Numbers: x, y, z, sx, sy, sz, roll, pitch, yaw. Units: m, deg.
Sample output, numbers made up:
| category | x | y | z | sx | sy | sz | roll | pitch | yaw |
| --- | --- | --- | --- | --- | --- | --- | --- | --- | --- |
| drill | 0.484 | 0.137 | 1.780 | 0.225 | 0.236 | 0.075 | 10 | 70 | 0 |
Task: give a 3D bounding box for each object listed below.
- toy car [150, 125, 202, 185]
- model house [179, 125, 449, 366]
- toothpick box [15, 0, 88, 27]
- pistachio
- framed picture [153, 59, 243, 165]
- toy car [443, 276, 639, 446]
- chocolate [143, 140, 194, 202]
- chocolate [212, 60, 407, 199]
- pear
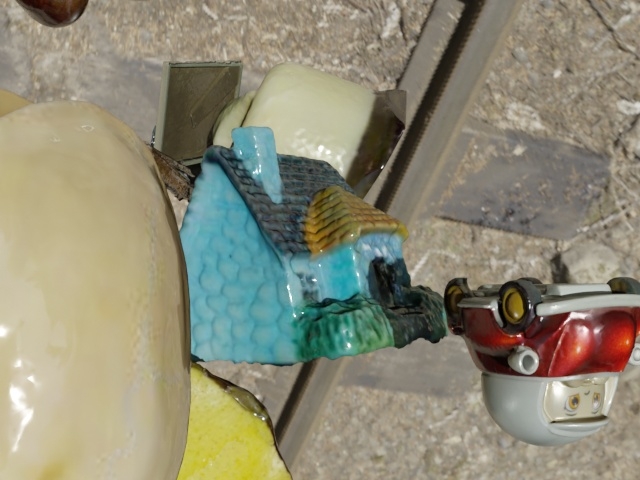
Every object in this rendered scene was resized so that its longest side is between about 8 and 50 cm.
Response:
| category | x | y | z | sx | sy | sz | roll | pitch | yaw |
| --- | --- | --- | --- | --- | --- | --- | --- | --- | --- |
| toy car | -0.277 | -0.182 | 1.963 | 0.301 | 0.118 | 0.193 | 31 | 103 | 17 |
| model house | 0.000 | 0.000 | 0.882 | 0.226 | 0.241 | 0.261 | -9 | 176 | 29 |
| toothpick box | -0.396 | -0.477 | 1.419 | 0.294 | 0.192 | 0.192 | -28 | 141 | -44 |
| pistachio | -0.181 | 0.075 | 0.480 | 0.238 | 0.229 | 0.321 | -9 | 107 | -58 |
| framed picture | -0.244 | -0.257 | 1.671 | 0.016 | 0.289 | 0.213 | 16 | 108 | 20 |
| toy car | 0.146 | 0.080 | 0.552 | 0.112 | 0.139 | 0.112 | 0 | 88 | -27 |
| chocolate | -0.275 | -0.120 | 1.370 | 0.102 | 0.329 | 0.065 | 25 | 88 | 6 |
| chocolate | -0.036 | -0.179 | 1.490 | 0.297 | 0.314 | 0.326 | 32 | 116 | -11 |
| pear | -0.170 | 0.248 | 0.793 | 0.267 | 0.178 | 0.267 | 17 | 136 | 17 |
